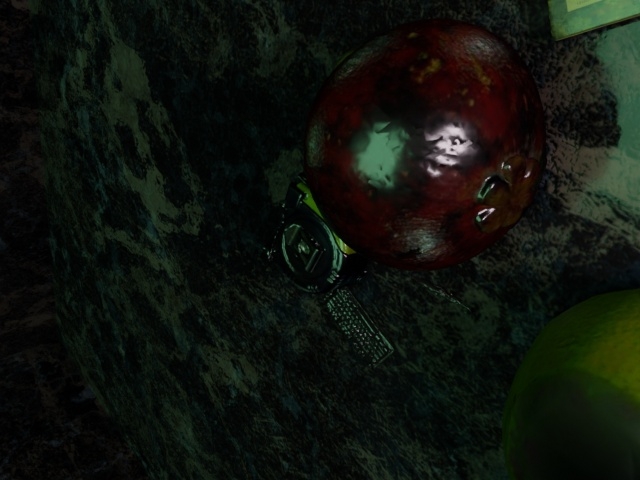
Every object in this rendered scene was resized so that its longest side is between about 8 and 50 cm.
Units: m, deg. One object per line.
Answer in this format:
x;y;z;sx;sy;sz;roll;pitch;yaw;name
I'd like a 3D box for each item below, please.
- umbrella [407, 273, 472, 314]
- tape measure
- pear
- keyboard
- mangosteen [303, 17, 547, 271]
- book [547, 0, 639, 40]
0.188;0.081;0.769;0.122;0.013;0.022;34;147;32;umbrella
0.000;0.000;0.858;0.186;0.112;0.199;40;124;24;tape measure
0.332;0.255;0.494;0.398;0.165;0.400;23;116;58;pear
0.048;0.134;0.924;0.231;0.023;0.072;53;132;18;keyboard
0.116;-0.114;0.586;0.311;0.311;0.312;18;116;41;mangosteen
0.306;-0.343;0.489;0.160;0.024;0.229;-2;102;44;book
